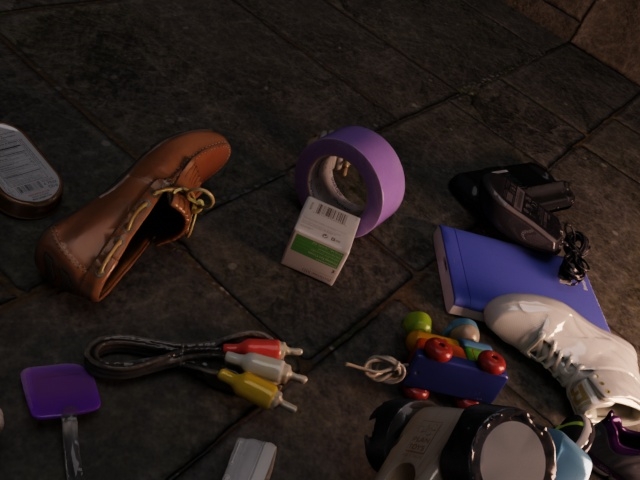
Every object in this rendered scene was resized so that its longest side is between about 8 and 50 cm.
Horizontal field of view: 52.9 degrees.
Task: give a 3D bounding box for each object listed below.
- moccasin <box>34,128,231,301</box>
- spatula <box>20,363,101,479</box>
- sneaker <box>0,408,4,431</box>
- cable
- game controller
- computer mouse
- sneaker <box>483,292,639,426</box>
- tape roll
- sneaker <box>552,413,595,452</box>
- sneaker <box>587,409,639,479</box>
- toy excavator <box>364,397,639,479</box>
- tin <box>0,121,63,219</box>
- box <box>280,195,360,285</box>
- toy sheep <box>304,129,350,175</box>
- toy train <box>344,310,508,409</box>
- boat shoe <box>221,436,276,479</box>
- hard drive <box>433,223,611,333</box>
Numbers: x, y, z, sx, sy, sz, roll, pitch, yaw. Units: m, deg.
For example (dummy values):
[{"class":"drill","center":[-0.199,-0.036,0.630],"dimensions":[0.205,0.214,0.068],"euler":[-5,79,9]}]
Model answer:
[{"class":"moccasin","center":[-0.249,-0.050,0.985],"dimensions":[0.147,0.139,0.380],"euler":[32,41,7]},{"class":"spatula","center":[-0.277,0.254,0.726],"dimensions":[0.084,0.030,0.296],"euler":[-2,47,-32]},{"class":"sneaker","center":[-0.410,0.255,0.629],"dimensions":[0.115,0.090,0.232],"euler":[45,53,14]},{"class":"cable","center":[-0.160,0.148,0.866],"dimensions":[0.287,0.072,0.139],"euler":[17,38,-10]},{"class":"game controller","center":[0.443,-0.114,1.474],"dimensions":[0.319,0.067,0.166],"euler":[-11,37,-35]},{"class":"computer mouse","center":[0.414,-0.026,1.291],"dimensions":[0.272,0.072,0.188],"euler":[40,37,2]},{"class":"sneaker","center":[0.411,0.203,1.066],"dimensions":[0.292,0.108,0.169],"euler":[22,37,-5]},{"class":"tape roll","center":[0.051,-0.104,1.155],"dimensions":[0.189,0.189,0.080],"euler":[38,41,16]},{"class":"sneaker","center":[0.313,0.304,0.925],"dimensions":[0.097,0.084,0.234],"euler":[40,42,19]},{"class":"sneaker","center":[0.501,0.347,0.960],"dimensions":[0.223,0.098,0.083],"euler":[32,41,9]},{"class":"toy excavator","center":[0.267,0.342,0.748],"dimensions":[0.445,0.222,0.433],"euler":[44,65,-11]},{"class":"tin","center":[-0.479,-0.113,1.002],"dimensions":[0.190,0.040,0.106],"euler":[47,39,13]},{"class":"box","center":[0.000,0.000,1.095],"dimensions":[0.101,0.087,0.102],"euler":[24,41,-1]},{"class":"toy sheep","center":[0.033,-0.182,1.314],"dimensions":[0.132,0.091,0.091],"euler":[14,41,-4]},{"class":"toy train","center":[0.152,0.163,0.992],"dimensions":[0.248,0.105,0.143],"euler":[15,31,-11]},{"class":"boat shoe","center":[-0.106,0.302,0.738],"dimensions":[0.063,0.066,0.184],"euler":[15,41,10]},{"class":"hard drive","center":[0.379,0.085,1.228],"dimensions":[0.318,0.040,0.210],"euler":[14,41,-12]}]
